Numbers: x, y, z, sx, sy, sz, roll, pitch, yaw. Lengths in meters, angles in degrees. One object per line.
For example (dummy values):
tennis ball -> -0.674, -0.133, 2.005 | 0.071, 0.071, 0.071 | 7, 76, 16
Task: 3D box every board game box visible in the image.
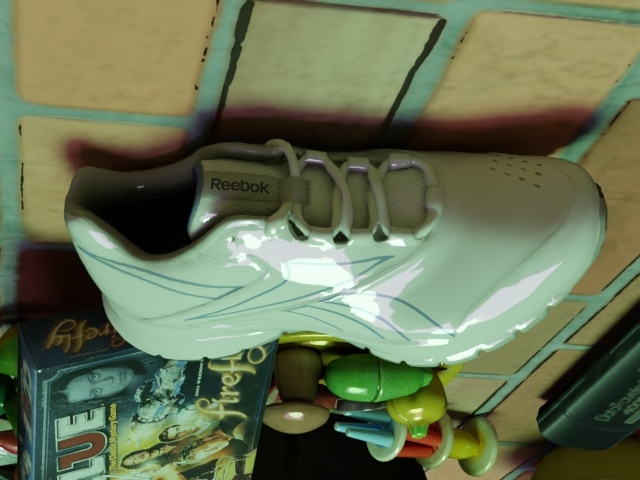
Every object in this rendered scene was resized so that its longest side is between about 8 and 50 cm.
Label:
board game box -> -0.122, 0.131, 0.987 | 0.165, 0.042, 0.243 | -12, 140, -22

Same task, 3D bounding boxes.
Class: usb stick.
usb stick -> 0.235, 0.106, 1.101 | 0.077, 0.045, 0.278 | 9, 157, -5

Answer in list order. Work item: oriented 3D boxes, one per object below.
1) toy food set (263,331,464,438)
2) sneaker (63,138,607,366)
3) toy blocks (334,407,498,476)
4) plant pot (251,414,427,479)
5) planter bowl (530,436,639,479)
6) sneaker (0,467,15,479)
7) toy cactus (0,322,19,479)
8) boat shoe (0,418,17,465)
toy food set -> 0.003, 0.116, 1.084 | 0.218, 0.071, 0.128 | 7, 157, -16
sneaker -> 0.000, 0.000, 0.766 | 0.297, 0.111, 0.129 | -8, 151, 16
toy blocks -> 0.077, 0.198, 1.217 | 0.148, 0.123, 0.054 | 14, 159, -32
plant pot -> -0.005, 0.250, 1.289 | 0.187, 0.167, 0.188 | 13, 155, -30
planter bowl -> 0.267, 0.237, 1.358 | 0.217, 0.090, 0.217 | -1, 157, 0
sneaker -> -0.303, 0.283, 1.441 | 0.302, 0.108, 0.121 | 7, 161, -14
toy cactus -> -0.270, 0.116, 1.070 | 0.181, 0.112, 0.219 | 17, 162, -15
boat shoe -> -0.356, 0.202, 1.278 | 0.228, 0.081, 0.079 | -7, 157, 18
